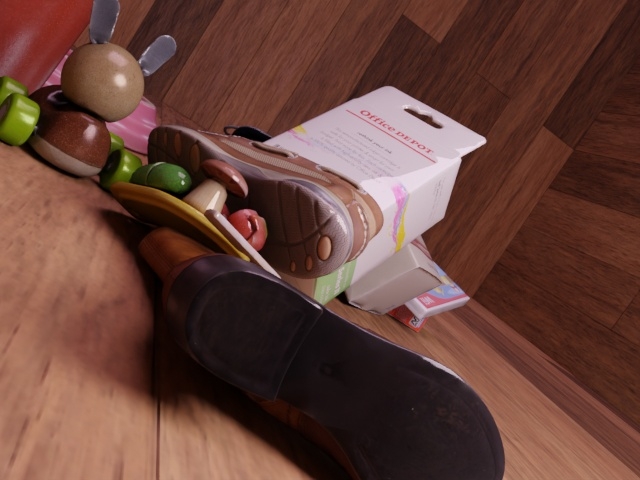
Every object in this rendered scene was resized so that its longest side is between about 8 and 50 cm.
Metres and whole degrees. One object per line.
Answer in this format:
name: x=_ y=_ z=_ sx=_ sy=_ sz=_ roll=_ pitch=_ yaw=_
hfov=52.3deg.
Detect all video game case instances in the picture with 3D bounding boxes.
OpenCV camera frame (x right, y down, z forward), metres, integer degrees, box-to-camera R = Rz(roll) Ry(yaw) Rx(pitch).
video game case: x=0.143 y=0.028 z=1.248 sx=0.285 sy=0.025 sz=0.204 roll=48 pitch=26 yaw=23

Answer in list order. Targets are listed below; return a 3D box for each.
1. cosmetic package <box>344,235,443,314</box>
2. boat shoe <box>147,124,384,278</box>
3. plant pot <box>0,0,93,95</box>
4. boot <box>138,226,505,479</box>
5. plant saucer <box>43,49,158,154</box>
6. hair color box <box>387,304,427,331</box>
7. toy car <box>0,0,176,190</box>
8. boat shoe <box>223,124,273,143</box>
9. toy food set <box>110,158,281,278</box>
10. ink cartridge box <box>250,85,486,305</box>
cosmetic package: x=0.075 y=-0.041 z=1.095 sx=0.153 sy=0.129 sz=0.296 roll=29 pitch=36 yaw=-62
boat shoe: x=-0.071 y=-0.052 z=0.726 sx=0.324 sy=0.123 sz=0.116 roll=29 pitch=31 yaw=33
plant pot: x=-0.430 y=-0.353 z=0.894 sx=0.272 sy=0.265 sz=0.272 roll=33 pitch=5 yaw=-3
boot: x=-0.021 y=0.090 z=0.506 sx=0.264 sy=0.096 sz=0.280 roll=30 pitch=-5 yaw=-19
plant saucer: x=-0.429 y=-0.277 z=1.182 sx=0.332 sy=0.084 sz=0.332 roll=32 pitch=6 yaw=-4
hair color box: x=0.119 y=0.096 z=1.217 sx=0.167 sy=0.053 sz=0.093 roll=34 pitch=6 yaw=-10
toy car: x=-0.253 y=-0.174 z=0.733 sx=0.155 sy=0.188 sz=0.149 roll=29 pitch=7 yaw=-40
boat shoe: x=-0.137 y=-0.144 z=1.333 sx=0.187 sy=0.156 sz=0.500 roll=30 pitch=5 yaw=-16
toy food set: x=-0.112 y=-0.034 z=0.638 sx=0.218 sy=0.071 sz=0.128 roll=15 pitch=-24 yaw=44
ink cartridge box: x=0.047 y=-0.078 z=0.912 sx=0.207 sy=0.119 sz=0.353 roll=37 pitch=51 yaw=28
